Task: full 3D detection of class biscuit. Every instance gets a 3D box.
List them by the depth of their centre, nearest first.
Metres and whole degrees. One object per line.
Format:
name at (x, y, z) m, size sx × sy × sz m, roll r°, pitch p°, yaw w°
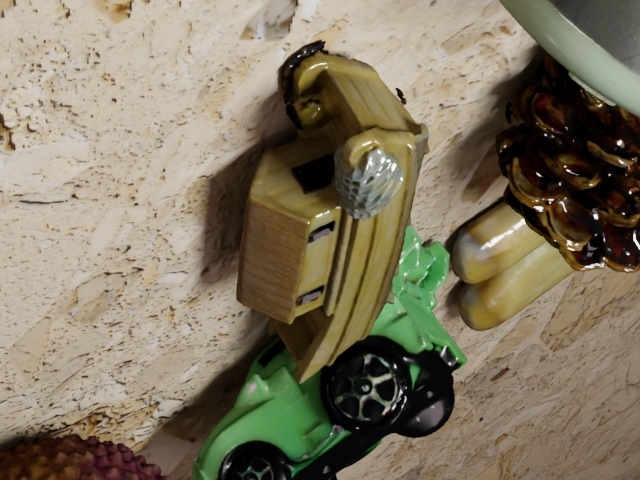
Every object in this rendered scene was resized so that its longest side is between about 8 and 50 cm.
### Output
biscuit at (0.279, -0.017, 2.193) m, size 0.291 × 0.062 × 0.237 m, roll -35°, pitch 156°, yaw -11°

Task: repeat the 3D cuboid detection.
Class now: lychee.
lychee at (-0.241, 0.297, 1.825) m, size 0.271 × 0.271 × 0.271 m, roll -31°, pitch 156°, yaw -16°

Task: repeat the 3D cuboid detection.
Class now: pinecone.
pinecone at (0.294, -0.101, 1.872) m, size 0.243 × 0.243 × 0.257 m, roll -32°, pitch 142°, yaw -14°

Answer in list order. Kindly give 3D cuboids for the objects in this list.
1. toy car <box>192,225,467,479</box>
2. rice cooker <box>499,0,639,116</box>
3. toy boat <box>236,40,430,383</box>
toy car at (0.015, 0.160, 2.009) m, size 0.359 × 0.176 × 0.213 m, roll -37°, pitch 163°, yaw 11°
rice cooker at (0.295, -0.259, 1.507) m, size 0.277 × 0.288 × 0.288 m, roll -49°, pitch 155°, yaw 23°
toy boat at (0.000, 0.000, 1.739) m, size 0.162 × 0.136 × 0.445 m, roll -25°, pitch 155°, yaw -17°
